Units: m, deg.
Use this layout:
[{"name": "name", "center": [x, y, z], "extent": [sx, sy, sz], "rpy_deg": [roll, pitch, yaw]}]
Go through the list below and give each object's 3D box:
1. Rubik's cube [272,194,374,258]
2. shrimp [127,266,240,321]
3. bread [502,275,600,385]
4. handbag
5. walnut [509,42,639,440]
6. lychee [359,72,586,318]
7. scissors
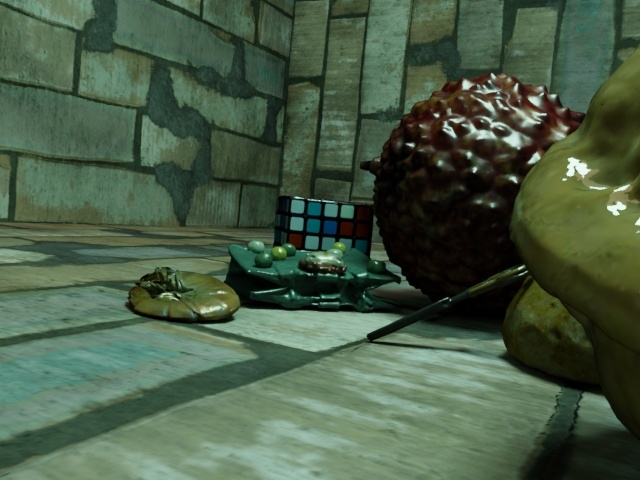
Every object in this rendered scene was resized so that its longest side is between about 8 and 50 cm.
[{"name": "Rubik's cube", "center": [0.000, 0.000, 1.319], "extent": [0.187, 0.182, 0.184], "rpy_deg": [4, 3, -11]}, {"name": "shrimp", "center": [-0.216, 0.081, 0.873], "extent": [0.236, 0.053, 0.133], "rpy_deg": [13, 28, 42]}, {"name": "bread", "center": [0.332, 0.097, 0.728], "extent": [0.230, 0.123, 0.230], "rpy_deg": [3, 4, 0]}, {"name": "handbag", "center": [-0.022, 0.053, 1.082], "extent": [0.269, 0.100, 0.274], "rpy_deg": [5, 3, -16]}, {"name": "walnut", "center": [0.311, -0.006, 0.378], "extent": [0.384, 0.383, 0.383], "rpy_deg": [5, 3, 0]}, {"name": "lychee", "center": [0.279, -0.082, 1.083], "extent": [0.500, 0.424, 0.425], "rpy_deg": [28, 15, 31]}, {"name": "scissors", "center": [0.160, 0.079, 0.768], "extent": [0.220, 0.017, 0.088], "rpy_deg": [-25, -5, 4]}]
